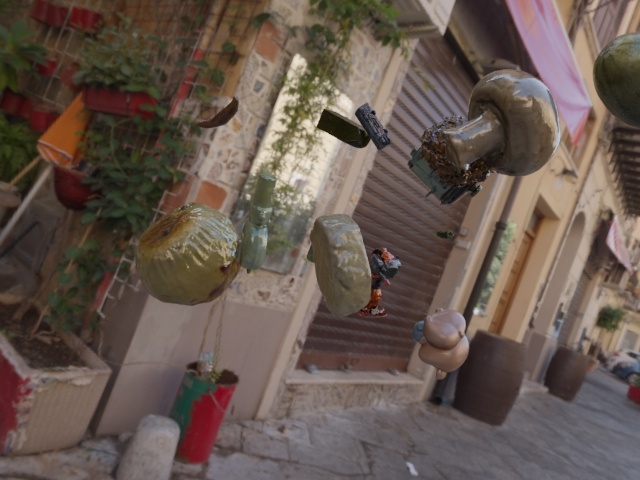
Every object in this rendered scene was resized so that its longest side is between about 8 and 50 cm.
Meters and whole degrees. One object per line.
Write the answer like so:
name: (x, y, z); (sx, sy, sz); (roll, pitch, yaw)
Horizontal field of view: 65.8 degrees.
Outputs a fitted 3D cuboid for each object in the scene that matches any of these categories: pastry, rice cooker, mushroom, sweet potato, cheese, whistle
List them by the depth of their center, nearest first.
whistle: (-0.153, -0.035, 1.176); (0.067, 0.257, 0.126); (9, 22, -19)
mushroom: (0.481, -0.301, 1.341); (0.290, 0.297, 0.297); (-22, 6, -8)
cheese: (0.055, 0.066, 1.519); (0.115, 0.317, 0.326); (-9, 32, -12)
pastry: (0.451, -0.297, 1.585); (0.275, 0.274, 0.193); (22, -43, -19)
pastry: (-0.461, 0.059, 1.783); (0.389, 0.388, 0.312); (20, -32, 52)
rice cooker: (0.516, -0.289, 1.966); (0.317, 0.316, 0.264); (21, -12, 2)
sweet potato: (-0.410, -0.513, 2.050); (0.255, 0.058, 0.078); (-20, -33, 36)

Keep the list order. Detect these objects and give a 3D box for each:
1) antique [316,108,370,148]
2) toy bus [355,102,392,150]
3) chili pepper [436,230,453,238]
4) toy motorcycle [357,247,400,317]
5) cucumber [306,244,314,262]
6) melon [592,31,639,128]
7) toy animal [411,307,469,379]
antique: (0.092, -0.414, 1.855); (0.081, 0.080, 0.221); (0, 31, -47)
toy bus: (0.184, -0.397, 1.734); (0.165, 0.047, 0.065); (56, -22, -4)
chili pepper: (0.488, -0.022, 1.925); (0.034, 0.030, 0.091); (12, -3, -19)
toy motorcycle: (0.223, 0.197, 2.057); (0.148, 0.325, 0.221); (4, 35, -33)
cucumber: (0.000, 0.000, 2.054); (0.058, 0.214, 0.052); (42, -43, -21)
melon: (0.975, -0.476, 1.483); (0.329, 0.248, 0.248); (32, -3, -10)
toy animal: (0.490, 0.385, 1.938); (0.229, 0.210, 0.221); (46, -34, 11)
